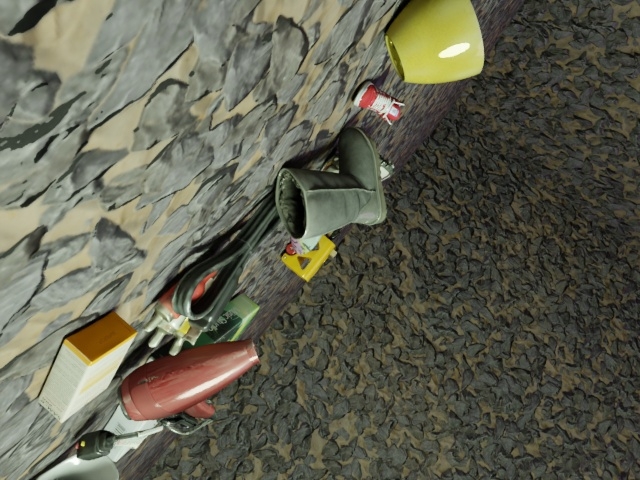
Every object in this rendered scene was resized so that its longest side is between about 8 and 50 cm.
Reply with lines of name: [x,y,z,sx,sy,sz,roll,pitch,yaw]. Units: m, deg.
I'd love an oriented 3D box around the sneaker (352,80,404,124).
sneaker: [0.095,-0.217,0.740,0.042,0.067,0.118,-54,173,26]

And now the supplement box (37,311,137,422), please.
supplement box: [-0.233,0.125,0.465,0.098,0.036,0.062,-54,174,25]

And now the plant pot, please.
plant pot: [0.142,-0.266,0.621,0.095,0.134,0.134,-23,177,6]

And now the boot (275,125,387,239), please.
boot: [0.012,-0.097,0.721,0.208,0.190,0.076,-7,165,-43]

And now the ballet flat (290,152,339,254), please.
ballet flat: [-0.011,-0.071,0.874,0.079,0.077,0.222,1,125,-59]

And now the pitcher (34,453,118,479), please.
pitcher: [-0.402,0.417,0.654,0.177,0.125,0.207,4,120,-54]

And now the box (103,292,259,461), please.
box: [-0.261,0.247,0.908,0.232,0.058,0.322,-53,175,21]

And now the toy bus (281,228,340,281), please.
toy bus: [-0.008,0.010,1.175,0.191,0.104,0.202,-45,172,-51]

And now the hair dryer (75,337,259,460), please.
hair dryer: [-0.204,0.225,0.700,0.293,0.080,0.223,-38,155,26]

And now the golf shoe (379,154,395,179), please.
golf shoe: [0.086,-0.141,1.001,0.120,0.105,0.273,-44,174,2]

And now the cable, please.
cable: [-0.133,0.019,0.628,0.140,0.072,0.287,91,24,-61]
